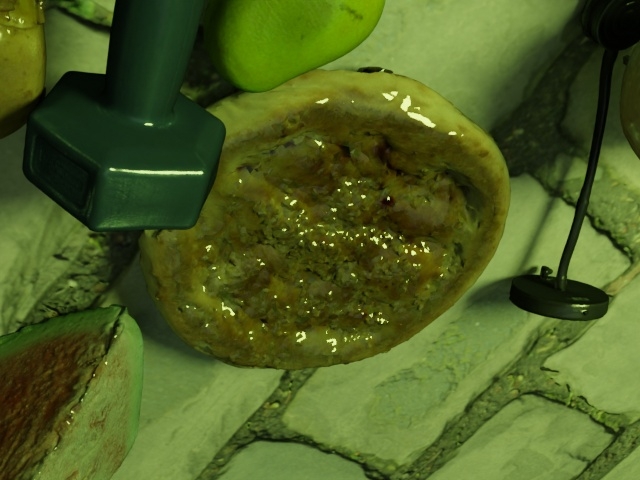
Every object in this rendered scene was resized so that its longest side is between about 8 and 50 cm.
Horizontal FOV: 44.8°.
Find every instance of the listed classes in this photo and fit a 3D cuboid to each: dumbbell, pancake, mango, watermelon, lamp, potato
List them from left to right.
[{"bbox_3d":[-0.271,-0.146,0.572,0.137,0.137,0.176,0,128,-14],"label":"potato"},{"bbox_3d":[-0.302,0.204,0.770,0.310,0.232,0.193,-25,148,-14],"label":"watermelon"},{"bbox_3d":[-0.114,-0.160,0.542,0.143,0.156,0.316,18,124,-7],"label":"dumbbell"},{"bbox_3d":[-0.023,-0.192,0.622,0.163,0.089,0.117,-28,127,7],"label":"mango"},{"bbox_3d":[0.000,-0.001,0.784,0.382,0.071,0.382,-7,127,-10],"label":"pancake"},{"bbox_3d":[0.290,-0.064,0.787,0.130,0.108,0.371,0,125,-20],"label":"lamp"}]

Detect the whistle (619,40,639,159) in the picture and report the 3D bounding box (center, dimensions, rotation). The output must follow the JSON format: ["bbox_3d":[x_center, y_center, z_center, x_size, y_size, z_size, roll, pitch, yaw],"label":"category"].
[{"bbox_3d":[0.394,-0.118,0.692,0.347,0.189,0.189,-5,132,-44],"label":"whistle"}]
